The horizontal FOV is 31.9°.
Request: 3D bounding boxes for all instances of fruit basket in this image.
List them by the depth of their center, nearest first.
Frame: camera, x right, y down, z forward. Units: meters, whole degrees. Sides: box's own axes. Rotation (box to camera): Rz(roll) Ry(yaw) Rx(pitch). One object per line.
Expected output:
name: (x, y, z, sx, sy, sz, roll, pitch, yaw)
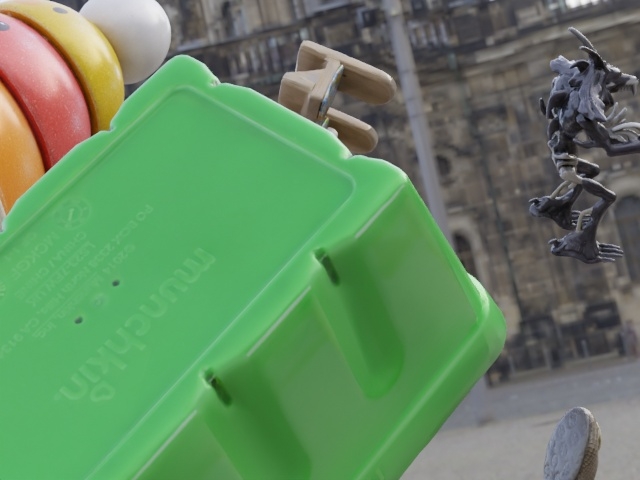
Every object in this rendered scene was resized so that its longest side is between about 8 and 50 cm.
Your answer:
fruit basket: (-0.094, 0.120, 0.685, 0.283, 0.392, 0.392, 31, 15, 28)

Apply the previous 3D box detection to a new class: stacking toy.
stacking toy: (-0.352, -0.167, 1.292, 0.351, 0.350, 0.480, -20, 19, 45)

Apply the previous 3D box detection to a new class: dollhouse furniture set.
dollhouse furniture set: (0.000, 0.000, 1.597, 0.257, 0.362, 0.394, 23, -27, 3)

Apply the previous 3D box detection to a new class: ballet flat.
ballet flat: (0.329, 0.338, 1.468, 0.058, 0.249, 0.084, 6, 9, -17)

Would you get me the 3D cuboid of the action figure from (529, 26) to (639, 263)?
action figure: (0.328, -0.118, 1.320, 0.141, 0.164, 0.275, -8, -53, -10)
